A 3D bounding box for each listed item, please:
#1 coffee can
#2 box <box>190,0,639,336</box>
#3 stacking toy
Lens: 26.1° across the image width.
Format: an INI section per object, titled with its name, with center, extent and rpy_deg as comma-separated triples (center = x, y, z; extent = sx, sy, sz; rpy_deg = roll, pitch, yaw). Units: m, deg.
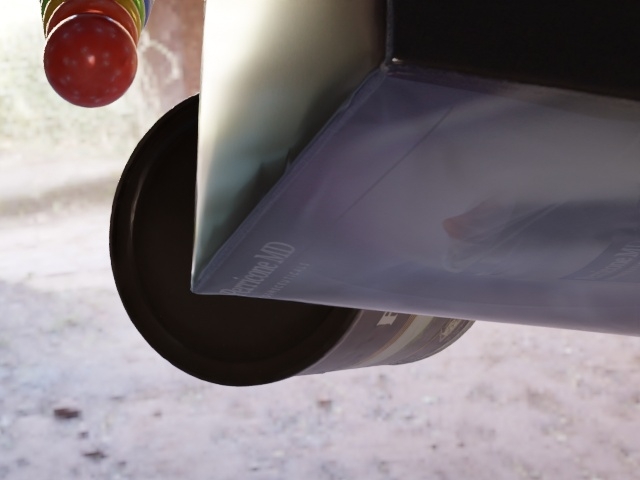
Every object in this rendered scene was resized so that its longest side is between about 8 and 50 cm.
[coffee can]
center = 0.000, 0.000, 1.037
extent = 0.201, 0.202, 0.275
rpy_deg = 1, -1, 24
[box]
center = 0.115, -0.074, 0.586
extent = 0.294, 0.183, 0.296
rpy_deg = 7, -17, -14
[stacking toy]
center = -0.228, -0.225, 1.410
extent = 0.141, 0.141, 0.330
rpy_deg = -6, 31, -6
